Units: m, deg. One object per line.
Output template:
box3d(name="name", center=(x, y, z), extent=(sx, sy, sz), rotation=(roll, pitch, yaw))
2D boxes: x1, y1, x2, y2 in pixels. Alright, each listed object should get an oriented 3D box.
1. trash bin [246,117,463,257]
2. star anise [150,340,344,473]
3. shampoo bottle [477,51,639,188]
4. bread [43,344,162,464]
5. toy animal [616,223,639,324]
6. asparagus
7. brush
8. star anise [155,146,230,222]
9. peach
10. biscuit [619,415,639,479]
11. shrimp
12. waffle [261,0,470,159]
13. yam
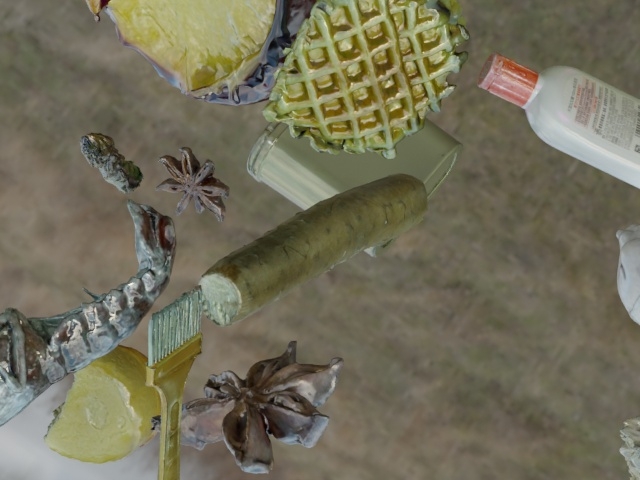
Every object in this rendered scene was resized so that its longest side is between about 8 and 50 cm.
box3d(name="trash bin", center=(0.053, -0.128, 2.159), extent=(0.247, 0.243, 0.121), rotation=(37, 162, 15))
box3d(name="star anise", center=(-0.055, 0.166, 1.410), extent=(0.208, 0.172, 0.063), rotation=(9, 128, 55))
box3d(name="shampoo bottle", center=(0.272, -0.134, 1.501), extent=(0.221, 0.108, 0.051), rotation=(24, 144, -7))
box3d(name="bread", center=(-0.253, 0.201, 1.692), extent=(0.125, 0.156, 0.086), rotation=(33, -157, 4))
box3d(name="toy animal", center=(0.533, 0.030, 2.039), extent=(0.206, 0.272, 0.265), rotation=(47, 137, 7))
box3d(name="asparagus", center=(-0.213, -0.081, 1.447), extent=(0.030, 0.036, 0.165), rotation=(54, 177, 15))
box3d(name="brush", center=(-0.121, 0.145, 1.156), extent=(0.010, 0.082, 0.218), rotation=(14, 114, 22))
box3d(name="star anise", center=(-0.193, -0.091, 2.201), extent=(0.141, 0.042, 0.141), rotation=(19, 136, 19))
box3d(name="peach", center=(-0.098, -0.348, 1.599), extent=(0.339, 0.353, 0.416), rotation=(37, 178, 8))
box3d(name="biscuit", center=(0.393, 0.317, 1.436), extent=(0.179, 0.084, 0.281), rotation=(81, 167, -46))
box3d(name="shrimp", center=(-0.311, 0.099, 1.337), extent=(0.166, 0.411, 0.221), rotation=(68, 163, 1))
box3d(name="waffle", center=(0.050, -0.175, 1.438), extent=(0.208, 0.214, 0.054), rotation=(15, -149, -34))
box3d(name="yam", center=(0.000, 0.000, 1.535), extent=(0.083, 0.371, 0.083), rotation=(12, 112, 31))
